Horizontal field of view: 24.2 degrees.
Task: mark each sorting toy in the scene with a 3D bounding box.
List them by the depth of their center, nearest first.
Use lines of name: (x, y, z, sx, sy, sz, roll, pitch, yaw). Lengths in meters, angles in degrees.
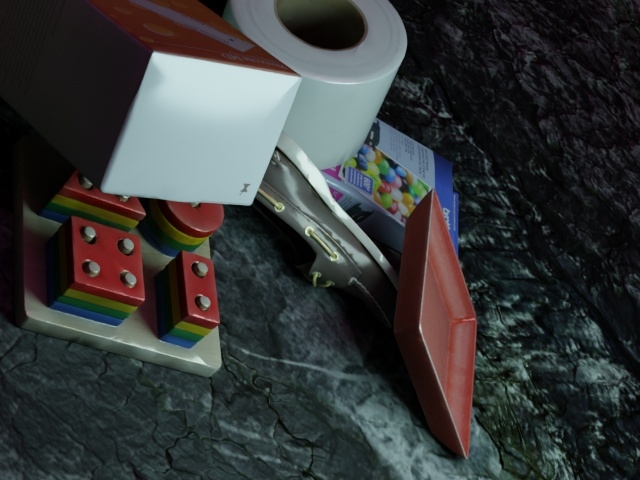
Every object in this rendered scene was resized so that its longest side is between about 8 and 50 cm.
sorting toy: (-0.218, 0.001, 1.721, 0.257, 0.089, 0.255, 19, 46, -34)

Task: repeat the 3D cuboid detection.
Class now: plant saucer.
plant saucer: (0.149, 0.110, 1.943, 0.258, 0.047, 0.259, -80, 157, -46)

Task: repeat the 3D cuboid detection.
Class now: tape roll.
tape roll: (-0.025, -0.237, 1.999, 0.246, 0.169, 0.246, 12, 47, -13)

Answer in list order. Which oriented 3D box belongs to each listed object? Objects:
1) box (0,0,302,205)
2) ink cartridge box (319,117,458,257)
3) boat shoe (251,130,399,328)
box: (-0.223, -0.197, 1.705, 0.215, 0.168, 0.345, 4, 27, -44)
ink cartridge box: (0.094, -0.081, 2.134, 0.311, 0.065, 0.186, 30, 41, -26)
boat shoe: (0.000, 0.000, 1.934, 0.096, 0.116, 0.324, -43, 111, -11)
